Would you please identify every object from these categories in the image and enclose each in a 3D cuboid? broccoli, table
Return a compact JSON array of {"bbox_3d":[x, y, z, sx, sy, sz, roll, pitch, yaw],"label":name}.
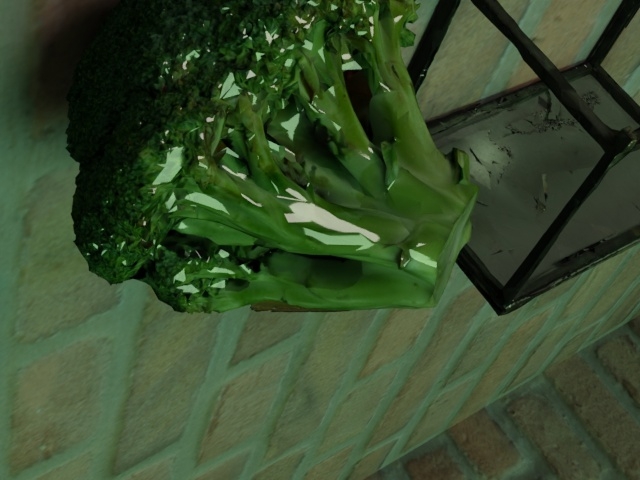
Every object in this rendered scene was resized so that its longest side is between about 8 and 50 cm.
[{"bbox_3d":[-0.023,-0.071,0.800,0.307,0.275,0.308,-60,168,-21],"label":"broccoli"},{"bbox_3d":[0.273,-0.139,1.158,0.335,0.222,0.272,-24,157,-32],"label":"table"}]

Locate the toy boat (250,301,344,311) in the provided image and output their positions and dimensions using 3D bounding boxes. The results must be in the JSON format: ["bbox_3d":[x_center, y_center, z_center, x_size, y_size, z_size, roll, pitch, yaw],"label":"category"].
[{"bbox_3d":[0.000,0.000,1.151,0.089,0.121,0.321,-21,167,29],"label":"toy boat"}]
